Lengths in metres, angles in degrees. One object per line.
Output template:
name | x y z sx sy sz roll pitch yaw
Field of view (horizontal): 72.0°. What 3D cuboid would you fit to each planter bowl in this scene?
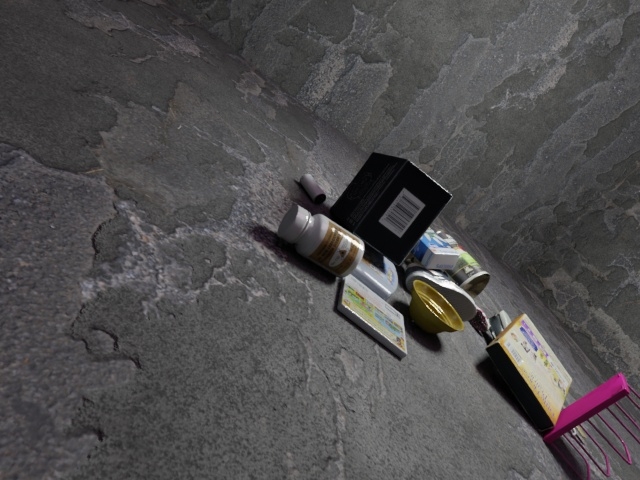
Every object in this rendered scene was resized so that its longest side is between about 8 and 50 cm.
planter bowl | 0.358 0.239 1.447 0.217 0.090 0.217 35 21 -16

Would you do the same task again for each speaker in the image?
speaker | -0.030 -0.202 1.729 0.055 0.055 0.136 17 30 -47

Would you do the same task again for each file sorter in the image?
file sorter | 0.888 0.591 1.374 0.182 0.291 0.202 52 23 21

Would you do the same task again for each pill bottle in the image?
pill bottle | 0.000 0.000 1.247 0.229 0.131 0.131 32 22 -22

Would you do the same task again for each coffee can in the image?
coffee can | 0.545 0.116 1.866 0.201 0.201 0.275 16 30 -49

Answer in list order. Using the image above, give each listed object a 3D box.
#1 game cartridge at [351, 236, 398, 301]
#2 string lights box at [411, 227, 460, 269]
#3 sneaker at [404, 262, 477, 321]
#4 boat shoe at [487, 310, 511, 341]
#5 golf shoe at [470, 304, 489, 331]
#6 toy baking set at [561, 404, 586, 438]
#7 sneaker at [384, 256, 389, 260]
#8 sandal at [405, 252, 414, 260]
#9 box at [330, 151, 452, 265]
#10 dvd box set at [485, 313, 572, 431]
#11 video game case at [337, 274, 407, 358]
game cartridge | 0.171 0.095 1.473 0.198 0.062 0.297 35 20 -2
string lights box | 0.414 0.013 1.746 0.133 0.077 0.260 3 31 -29
sneaker | 0.463 0.186 1.694 0.321 0.126 0.127 33 27 -14
boat shoe | 0.733 0.415 1.751 0.114 0.091 0.303 46 30 -18
golf shoe | 0.663 0.316 1.865 0.086 0.067 0.186 29 23 -33
toy baking set | 0.878 0.629 1.659 0.256 0.030 0.197 39 23 -2
sneaker | 0.264 0.020 1.795 0.097 0.084 0.235 63 15 -16
sandal | 0.368 0.038 1.857 0.079 0.088 0.240 3 12 11
box | 0.233 -0.131 1.588 0.212 0.294 0.395 35 7 -17
dvd box set | 0.770 0.456 1.604 0.420 0.062 0.308 -10 64 -54
video game case | 0.147 0.204 1.239 0.227 0.026 0.206 39 20 -7
